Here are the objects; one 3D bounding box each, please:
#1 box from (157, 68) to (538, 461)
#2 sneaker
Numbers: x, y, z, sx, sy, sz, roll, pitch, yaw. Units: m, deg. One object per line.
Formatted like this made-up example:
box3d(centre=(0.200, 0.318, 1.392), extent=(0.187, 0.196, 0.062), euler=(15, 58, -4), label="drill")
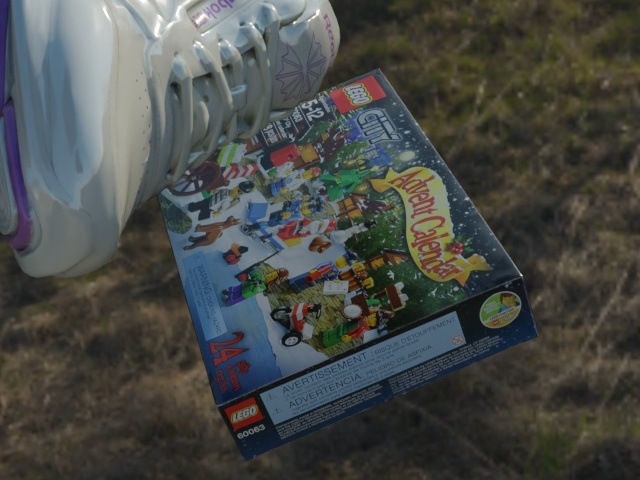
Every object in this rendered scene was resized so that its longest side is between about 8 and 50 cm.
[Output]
box3d(centre=(0.000, 0.000, 0.662), extent=(0.159, 0.044, 0.233), euler=(-24, 37, -2), label="box")
box3d(centre=(-0.065, -0.091, 0.543), extent=(0.152, 0.114, 0.305), euler=(8, 35, -4), label="sneaker")
